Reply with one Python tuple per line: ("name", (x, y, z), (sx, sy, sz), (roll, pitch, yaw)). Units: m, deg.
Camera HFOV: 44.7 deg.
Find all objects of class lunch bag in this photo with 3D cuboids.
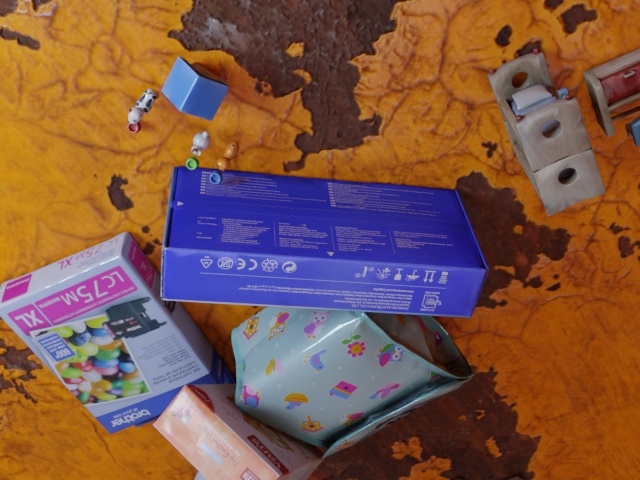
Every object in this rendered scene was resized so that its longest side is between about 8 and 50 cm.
("lunch bag", (0.048, 0.168, 1.022), (0.223, 0.160, 0.262), (-36, 125, 21))

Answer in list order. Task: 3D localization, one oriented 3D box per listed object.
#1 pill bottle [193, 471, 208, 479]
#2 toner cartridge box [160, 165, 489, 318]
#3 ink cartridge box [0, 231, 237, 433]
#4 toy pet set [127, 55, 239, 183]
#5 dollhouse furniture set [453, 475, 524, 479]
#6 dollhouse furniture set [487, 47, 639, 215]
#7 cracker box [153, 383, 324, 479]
("pill bottle", (-0.108, 0.501, 1.115), (0.210, 0.363, 0.210), (-3, 126, -4))
("toner cartridge box", (0.000, 0.000, 0.893), (0.348, 0.165, 0.075), (4, 125, -8))
("ink cartridge box", (-0.256, 0.147, 1.036), (0.186, 0.065, 0.311), (-22, 126, 10))
("toy pet set", (-0.141, -0.127, 0.831), (0.122, 0.065, 0.114), (30, 110, -7))
("dollhouse furniture set", (0.288, 0.431, 1.279), (0.114, 0.081, 0.091), (-26, 124, 13))
("dollhouse furniture set", (0.298, -0.144, 0.841), (0.184, 0.129, 0.129), (-23, 124, 12))
("cracker box", (-0.093, 0.255, 0.991), (0.156, 0.232, 0.067), (40, 92, 16))
